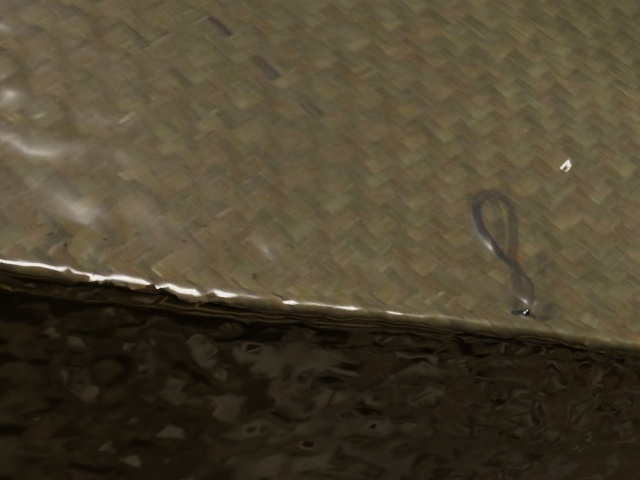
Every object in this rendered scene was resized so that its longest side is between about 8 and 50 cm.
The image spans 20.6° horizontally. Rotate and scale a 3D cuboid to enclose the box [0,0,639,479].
[{"bbox_3d":[0.001,-0.002,0.461,0.273,0.143,0.184,7,45,-23],"label":"box"}]
